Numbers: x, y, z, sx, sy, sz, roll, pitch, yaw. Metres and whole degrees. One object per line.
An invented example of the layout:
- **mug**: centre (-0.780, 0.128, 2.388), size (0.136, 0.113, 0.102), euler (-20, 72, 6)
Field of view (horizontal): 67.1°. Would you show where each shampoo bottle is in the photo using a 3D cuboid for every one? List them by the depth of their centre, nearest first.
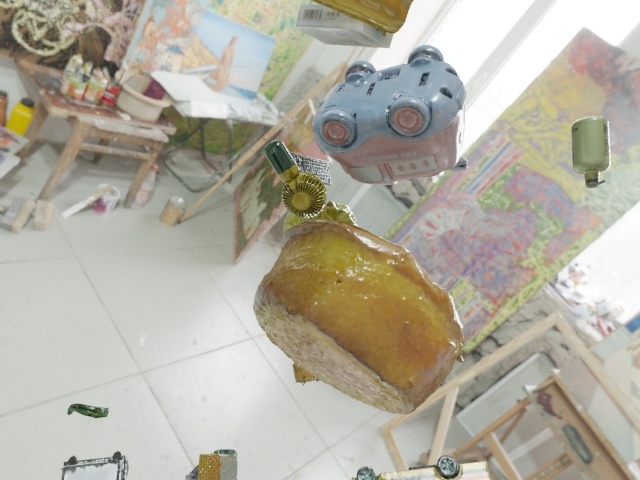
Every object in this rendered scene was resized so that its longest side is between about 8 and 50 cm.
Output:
- **shampoo bottle**: centre (0.636, -0.203, 1.137), size (0.079, 0.079, 0.162), euler (9, 80, -45)

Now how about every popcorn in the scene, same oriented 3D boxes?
- **popcorn**: centre (0.000, 0.012, 1.147), size (0.180, 0.217, 0.235), euler (2, 8, -4)

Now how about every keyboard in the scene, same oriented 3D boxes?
- **keyboard**: centre (-0.026, -0.169, 1.153), size (0.198, 0.010, 0.064), euler (-2, 85, -60)

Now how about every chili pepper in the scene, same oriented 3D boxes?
- **chili pepper**: centre (-0.647, 0.471, 1.333), size (0.117, 0.056, 0.035), euler (1, 41, -4)

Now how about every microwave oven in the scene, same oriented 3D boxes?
- **microwave oven**: centre (-0.608, 0.733, 1.307), size (0.187, 0.178, 0.248), euler (1, 45, -18)

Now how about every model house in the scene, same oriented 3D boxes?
- **model house**: centre (-0.272, 0.561, 1.183), size (0.100, 0.100, 0.088), euler (18, 60, -43)

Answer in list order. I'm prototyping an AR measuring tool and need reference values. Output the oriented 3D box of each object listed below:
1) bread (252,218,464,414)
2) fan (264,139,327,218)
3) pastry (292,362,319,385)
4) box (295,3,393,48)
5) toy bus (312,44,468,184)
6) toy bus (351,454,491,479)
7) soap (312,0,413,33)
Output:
- **bread**: centre (0.045, 0.111, 0.693), size (0.312, 0.312, 0.172), euler (39, 65, 1)
- **fan**: centre (-0.050, -0.108, 0.864), size (0.155, 0.082, 0.039), euler (56, 25, -18)
- **pastry**: centre (-0.031, 0.402, 1.500), size (0.140, 0.056, 0.080), euler (6, 71, -58)
- **box**: centre (0.070, -0.609, 1.374), size (0.242, 0.067, 0.155), euler (20, 12, 34)
- **toy bus**: centre (0.145, -0.215, 0.946), size (0.232, 0.293, 0.197), euler (59, 39, -39)
- **toy bus**: centre (0.246, 0.617, 1.190), size (0.335, 0.121, 0.123), euler (-6, 49, -1)
- **soap**: centre (-0.047, -0.313, 0.371), size (0.324, 0.096, 0.205), euler (5, 70, -33)
